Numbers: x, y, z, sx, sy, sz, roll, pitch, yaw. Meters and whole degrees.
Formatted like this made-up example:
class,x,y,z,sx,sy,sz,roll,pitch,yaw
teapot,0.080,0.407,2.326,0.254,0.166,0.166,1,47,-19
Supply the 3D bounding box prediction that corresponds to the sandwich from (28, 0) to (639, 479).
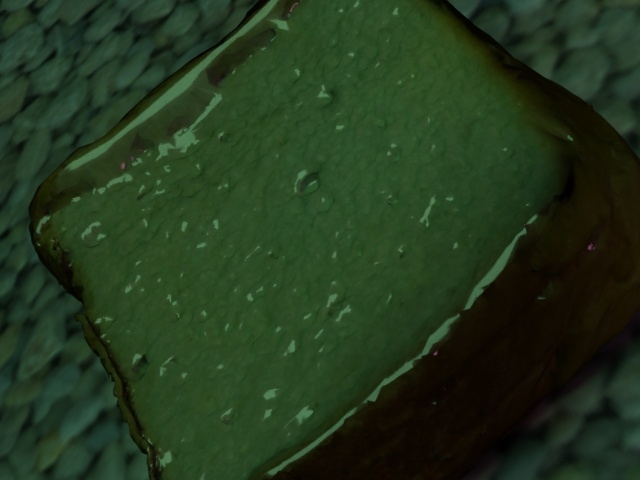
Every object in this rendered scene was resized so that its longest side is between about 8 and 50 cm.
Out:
class,x,y,z,sx,sy,sz,roll,pitch,yaw
sandwich,0.000,0.000,0.654,0.226,0.087,0.251,-44,41,4
